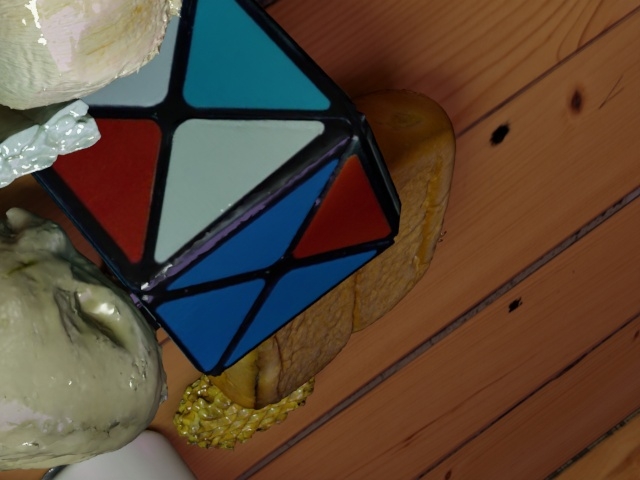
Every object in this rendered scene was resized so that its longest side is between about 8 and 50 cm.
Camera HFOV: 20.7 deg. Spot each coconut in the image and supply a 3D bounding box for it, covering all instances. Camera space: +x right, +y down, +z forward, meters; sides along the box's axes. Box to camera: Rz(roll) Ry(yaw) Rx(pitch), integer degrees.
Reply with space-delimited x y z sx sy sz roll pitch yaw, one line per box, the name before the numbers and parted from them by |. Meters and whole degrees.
coconut | -0.213 -0.188 1.289 0.194 0.194 0.194 -31 154 -17

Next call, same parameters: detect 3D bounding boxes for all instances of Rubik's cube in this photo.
Rubik's cube | -0.102 -0.063 1.562 0.248 0.250 0.246 -39 155 -6

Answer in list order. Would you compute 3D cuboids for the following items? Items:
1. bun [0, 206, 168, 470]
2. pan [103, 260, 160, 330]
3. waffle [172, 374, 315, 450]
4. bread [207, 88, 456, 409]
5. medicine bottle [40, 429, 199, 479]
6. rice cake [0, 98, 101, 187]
bun | -0.311 0.100 1.553 0.326 0.235 0.362 -17 165 31
pan | -0.213 0.062 1.844 0.128 0.048 0.202 -48 155 10
waffle | -0.095 0.192 2.204 0.197 0.070 0.193 -44 155 15
bread | -0.006 -0.005 1.906 0.328 0.148 0.337 -40 156 -25
medicine bottle | -0.176 0.425 2.111 0.213 0.379 0.213 -32 154 -18
rice cake | -0.257 -0.092 1.386 0.124 0.211 0.038 -27 113 -10
